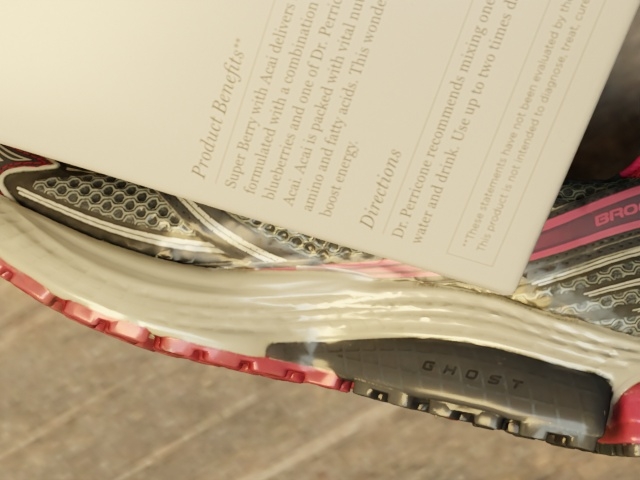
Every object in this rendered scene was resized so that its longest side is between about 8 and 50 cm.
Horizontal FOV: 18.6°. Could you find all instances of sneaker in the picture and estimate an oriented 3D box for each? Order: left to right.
[{"bbox_3d":[0.000,0.000,0.728,0.299,0.121,0.112,12,85,8],"label":"sneaker"}]

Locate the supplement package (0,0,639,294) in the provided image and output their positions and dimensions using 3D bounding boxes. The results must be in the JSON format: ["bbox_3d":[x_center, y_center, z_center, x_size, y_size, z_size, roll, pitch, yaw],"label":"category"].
[{"bbox_3d":[-0.049,-0.135,0.604,0.292,0.175,0.178,17,121,-6],"label":"supplement package"}]
